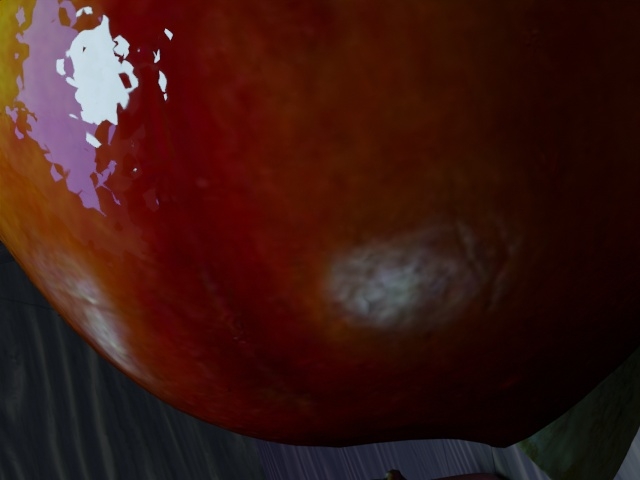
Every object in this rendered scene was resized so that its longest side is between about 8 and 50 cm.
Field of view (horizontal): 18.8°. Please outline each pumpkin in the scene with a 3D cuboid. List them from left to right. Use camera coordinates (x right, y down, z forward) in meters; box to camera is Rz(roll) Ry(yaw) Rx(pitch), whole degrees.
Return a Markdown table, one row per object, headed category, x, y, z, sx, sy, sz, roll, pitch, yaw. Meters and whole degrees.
| category | x | y | z | sx | sy | sz | roll | pitch | yaw |
| --- | --- | --- | --- | --- | --- | --- | --- | --- | --- |
| pumpkin | 0.134 | 0.033 | 1.093 | 0.217 | 0.110 | 0.217 | 50 | -170 | -12 |

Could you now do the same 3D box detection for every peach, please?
| category | x | y | z | sx | sy | sz | roll | pitch | yaw |
| --- | --- | --- | --- | --- | --- | --- | --- | --- | --- |
| peach | 0.019 | -0.079 | 0.861 | 0.388 | 0.388 | 0.388 | 166 | 90 | -81 |

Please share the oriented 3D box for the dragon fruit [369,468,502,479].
| category | x | y | z | sx | sy | sz | roll | pitch | yaw |
| --- | --- | --- | --- | --- | --- | --- | --- | --- | --- |
| dragon fruit | 0.080 | 0.321 | 1.582 | 0.290 | 0.189 | 0.290 | 175 | 90 | -82 |
